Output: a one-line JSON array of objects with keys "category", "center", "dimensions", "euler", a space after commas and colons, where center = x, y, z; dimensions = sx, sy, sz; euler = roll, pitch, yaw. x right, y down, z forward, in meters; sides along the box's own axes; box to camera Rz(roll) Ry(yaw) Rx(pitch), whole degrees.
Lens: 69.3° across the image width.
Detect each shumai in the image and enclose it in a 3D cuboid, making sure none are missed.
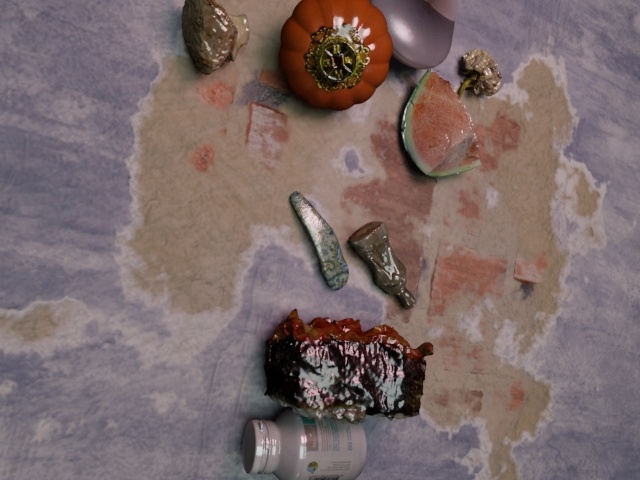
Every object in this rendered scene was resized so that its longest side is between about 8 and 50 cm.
[{"category": "shumai", "center": [-0.185, -0.385, 0.852], "dimensions": [0.116, 0.145, 0.145], "euler": [-15, 95, -33]}]

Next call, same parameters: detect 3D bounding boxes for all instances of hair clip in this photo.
[{"category": "hair clip", "center": [0.001, 0.000, 0.963], "dimensions": [0.066, 0.036, 0.229], "euler": [-32, 101, -27]}]

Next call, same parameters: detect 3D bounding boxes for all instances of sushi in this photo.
[{"category": "sushi", "center": [0.067, 0.248, 0.900], "dimensions": [0.343, 0.196, 0.182], "euler": [9, 92, -22]}]

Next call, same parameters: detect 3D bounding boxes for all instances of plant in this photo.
[{"category": "plant", "center": [0.370, -0.391, 1.122], "dimensions": [0.122, 0.104, 0.116], "euler": [-36, 63, 11]}]

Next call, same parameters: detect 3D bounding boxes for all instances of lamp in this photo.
[{"category": "lamp", "center": [0.029, -0.365, 0.900], "dimensions": [0.223, 0.196, 0.223], "euler": [0, 120, -1]}]

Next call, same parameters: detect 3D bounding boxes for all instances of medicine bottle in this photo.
[{"category": "medicine bottle", "center": [-0.033, 0.391, 0.883], "dimensions": [0.215, 0.135, 0.135], "euler": [10, 85, -22]}]

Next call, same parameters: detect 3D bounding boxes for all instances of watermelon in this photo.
[{"category": "watermelon", "center": [0.254, -0.246, 1.053], "dimensions": [0.146, 0.128, 0.231], "euler": [-28, 84, 6]}]

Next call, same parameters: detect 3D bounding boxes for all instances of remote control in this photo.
[{"category": "remote control", "center": [0.206, -0.519, 1.007], "dimensions": [0.221, 0.103, 0.332], "euler": [24, 66, -24]}]

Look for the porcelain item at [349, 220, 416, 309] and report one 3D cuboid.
[{"category": "porcelain item", "center": [0.147, 0.066, 1.013], "dimensions": [0.081, 0.069, 0.215], "euler": [-39, 108, -24]}]
